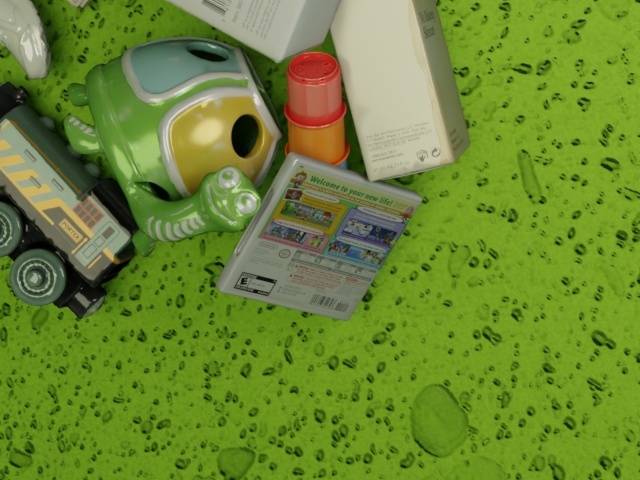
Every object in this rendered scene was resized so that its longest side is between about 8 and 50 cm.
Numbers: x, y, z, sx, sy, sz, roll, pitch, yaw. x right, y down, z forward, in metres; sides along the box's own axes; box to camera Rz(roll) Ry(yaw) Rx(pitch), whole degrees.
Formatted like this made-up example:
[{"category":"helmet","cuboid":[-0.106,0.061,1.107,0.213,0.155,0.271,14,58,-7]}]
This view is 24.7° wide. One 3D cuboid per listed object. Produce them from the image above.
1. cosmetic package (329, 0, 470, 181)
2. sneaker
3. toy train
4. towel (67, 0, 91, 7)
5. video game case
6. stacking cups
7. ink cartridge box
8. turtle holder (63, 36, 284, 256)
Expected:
[{"category":"cosmetic package","cuboid":[0.086,-0.241,1.783,0.113,0.160,0.309,-12,100,15]},{"category":"sneaker","cuboid":[-0.438,-0.302,1.922,0.115,0.090,0.232,-29,85,-10]},{"category":"toy train","cuboid":[-0.382,-0.056,1.964,0.190,0.142,0.334,-43,88,7]},{"category":"towel","cuboid":[-0.331,-0.501,1.826,0.332,0.053,0.317,47,126,-7]},{"category":"video game case","cuboid":[0.000,0.000,1.794,0.193,0.212,0.023,-59,41,18]},{"category":"stacking cups","cuboid":[-0.010,-0.085,1.804,0.096,0.096,0.316,5,132,13]},{"category":"ink cartridge box","cuboid":[-0.109,-0.377,1.661,0.307,0.129,0.223,30,117,13]},{"category":"turtle holder","cuboid":[-0.172,-0.130,1.794,0.227,0.320,0.243,-25,99,4]}]
